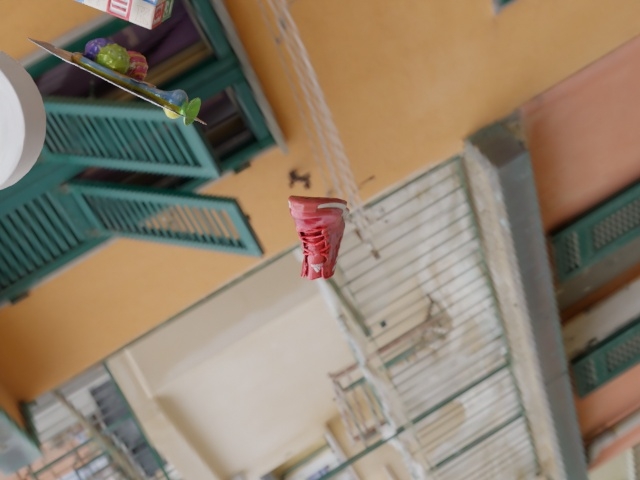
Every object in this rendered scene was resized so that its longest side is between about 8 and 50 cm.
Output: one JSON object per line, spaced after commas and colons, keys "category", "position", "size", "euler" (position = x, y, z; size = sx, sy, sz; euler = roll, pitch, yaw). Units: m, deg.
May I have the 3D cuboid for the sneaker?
{"category": "sneaker", "position": [0.000, 0.000, 1.561], "size": [0.221, 0.087, 0.128], "euler": [15, -100, -73]}

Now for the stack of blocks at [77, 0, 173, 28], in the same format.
{"category": "stack of blocks", "position": [-0.385, -0.492, 1.654], "size": [0.087, 0.297, 0.171], "euler": [-61, -10, -59]}

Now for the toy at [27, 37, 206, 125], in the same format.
{"category": "toy", "position": [-0.269, -0.237, 1.375], "size": [0.237, 0.056, 0.137], "euler": [31, -174, 9]}

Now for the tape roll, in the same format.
{"category": "tape roll", "position": [-0.648, -0.217, 1.785], "size": [0.286, 0.286, 0.100], "euler": [60, -167, -7]}
